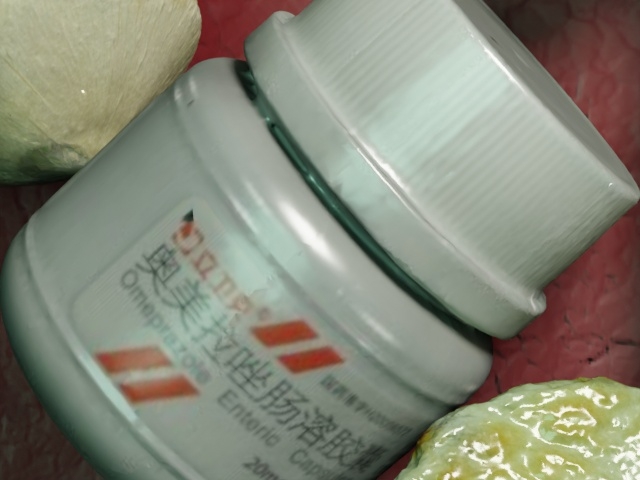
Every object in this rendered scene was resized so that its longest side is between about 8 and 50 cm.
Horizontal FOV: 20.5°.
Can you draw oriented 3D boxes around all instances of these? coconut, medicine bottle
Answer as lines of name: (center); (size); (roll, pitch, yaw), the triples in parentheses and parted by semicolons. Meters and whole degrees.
coconut: (-0.201, -0.141, 1.084); (0.245, 0.245, 0.247); (-28, 67, 17)
medicine bottle: (0.000, 0.000, 0.997); (0.306, 0.245, 0.245); (-43, 74, 12)

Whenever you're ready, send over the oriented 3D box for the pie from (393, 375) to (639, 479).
pie: (0.150, 0.198, 0.921); (0.274, 0.105, 0.257); (21, 71, -1)
